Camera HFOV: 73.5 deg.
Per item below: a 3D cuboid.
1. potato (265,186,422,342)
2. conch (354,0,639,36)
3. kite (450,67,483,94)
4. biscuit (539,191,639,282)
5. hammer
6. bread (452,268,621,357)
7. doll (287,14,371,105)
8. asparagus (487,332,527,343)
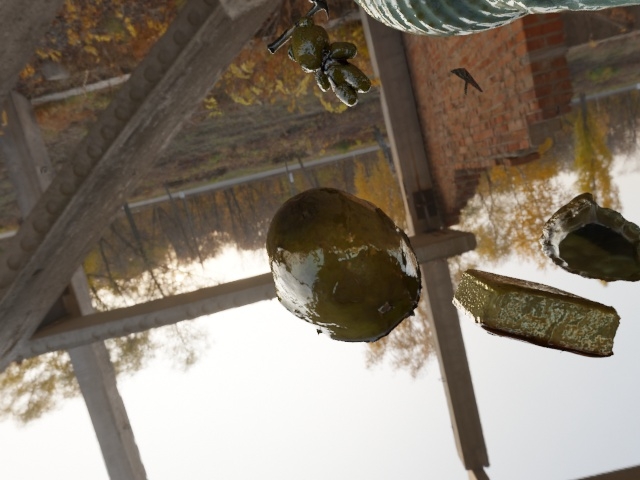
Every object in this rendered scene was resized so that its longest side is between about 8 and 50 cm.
[{"bbox_3d":[0.000,0.000,0.828,0.290,0.296,0.397,-46,-139,-3],"label":"potato"},{"bbox_3d":[0.157,-0.325,0.359,0.319,0.303,0.215,26,-127,13],"label":"conch"},{"bbox_3d":[0.457,-0.492,1.332,0.137,0.153,0.005,22,143,-19],"label":"kite"},{"bbox_3d":[0.826,0.017,1.248,0.335,0.329,0.078,22,-121,23],"label":"biscuit"},{"bbox_3d":[-0.057,-0.518,1.043,0.078,0.021,0.201,4,161,-44],"label":"hammer"},{"bbox_3d":[0.557,0.185,1.159,0.323,0.143,0.333,13,-175,5],"label":"bread"},{"bbox_3d":[0.016,-0.387,0.954,0.097,0.209,0.137,-57,-169,-32],"label":"doll"},{"bbox_3d":[0.559,0.283,1.230,0.166,0.013,0.016,8,171,43],"label":"asparagus"}]
